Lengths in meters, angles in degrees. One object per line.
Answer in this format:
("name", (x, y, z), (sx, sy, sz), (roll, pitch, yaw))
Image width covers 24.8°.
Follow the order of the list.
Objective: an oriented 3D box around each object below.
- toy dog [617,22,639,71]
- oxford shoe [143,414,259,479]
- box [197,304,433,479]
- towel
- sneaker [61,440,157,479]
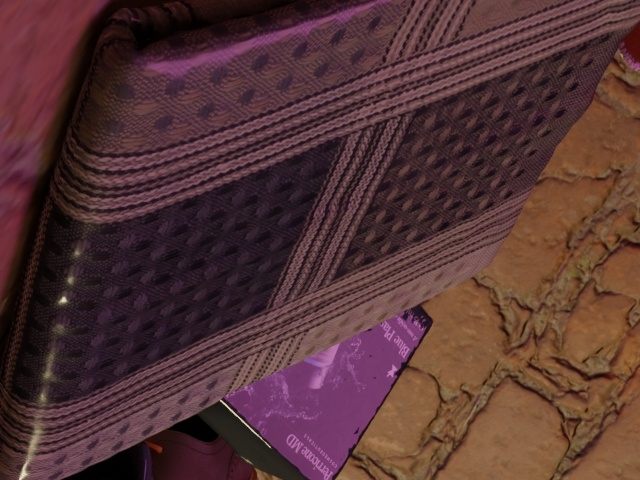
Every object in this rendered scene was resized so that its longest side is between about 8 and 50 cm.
("toy dog", (0.219, -0.183, 0.714), (0.220, 0.334, 0.161), (-40, -144, 24))
("oxford shoe", (-0.168, 0.225, 1.200), (0.364, 0.130, 0.132), (-37, 128, -61))
("box", (-0.024, 0.068, 1.029), (0.093, 0.156, 0.158), (15, -115, 46))
("towel", (0.004, -0.031, 0.661), (0.324, 0.056, 0.312), (-23, 154, -34))
("sneaker", (-0.192, 0.229, 0.884), (0.300, 0.111, 0.121), (-56, 161, -46))
